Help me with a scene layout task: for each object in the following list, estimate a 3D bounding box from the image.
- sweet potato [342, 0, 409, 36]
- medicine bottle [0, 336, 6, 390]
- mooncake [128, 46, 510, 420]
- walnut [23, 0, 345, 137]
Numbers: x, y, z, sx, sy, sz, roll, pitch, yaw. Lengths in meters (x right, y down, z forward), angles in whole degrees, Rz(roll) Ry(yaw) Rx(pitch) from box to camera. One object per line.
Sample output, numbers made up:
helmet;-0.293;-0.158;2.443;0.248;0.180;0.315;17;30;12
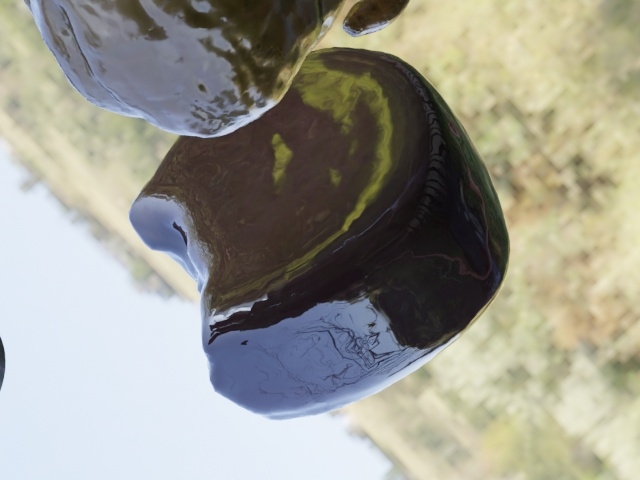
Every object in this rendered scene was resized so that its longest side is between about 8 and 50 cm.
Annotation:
sweet potato;0.056;-0.182;1.099;0.044;0.179;0.044;18;146;12
medicine bottle;-0.321;0.054;1.341;0.131;0.131;0.250;51;-176;30
mooncake;0.000;0.000;1.646;0.326;0.334;0.174;10;148;43
walnut;-0.058;-0.127;0.811;0.166;0.149;0.166;52;-154;-39
